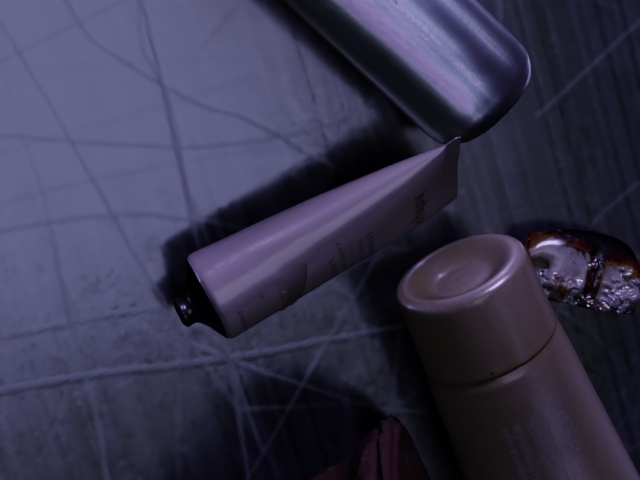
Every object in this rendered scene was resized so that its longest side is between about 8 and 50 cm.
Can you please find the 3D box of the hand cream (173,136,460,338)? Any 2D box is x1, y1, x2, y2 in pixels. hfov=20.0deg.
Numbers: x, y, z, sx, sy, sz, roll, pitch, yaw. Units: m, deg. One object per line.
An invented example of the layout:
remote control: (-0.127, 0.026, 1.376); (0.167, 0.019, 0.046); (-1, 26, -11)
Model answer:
hand cream: (0.000, 0.000, 1.052); (0.186, 0.087, 0.054); (-27, 69, -8)

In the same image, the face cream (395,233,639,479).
face cream: (0.145, 0.157, 1.122); (0.137, 0.084, 0.341); (-32, 115, -16)

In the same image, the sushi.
sushi: (0.161, 0.017, 1.113); (0.083, 0.044, 0.046); (10, 97, -20)

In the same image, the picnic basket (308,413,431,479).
picnic basket: (0.036, 0.264, 1.052); (0.129, 0.222, 0.296); (-20, 106, 10)

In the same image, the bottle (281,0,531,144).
bottle: (0.013, -0.162, 1.023); (0.254, 0.079, 0.096); (40, 50, -19)
